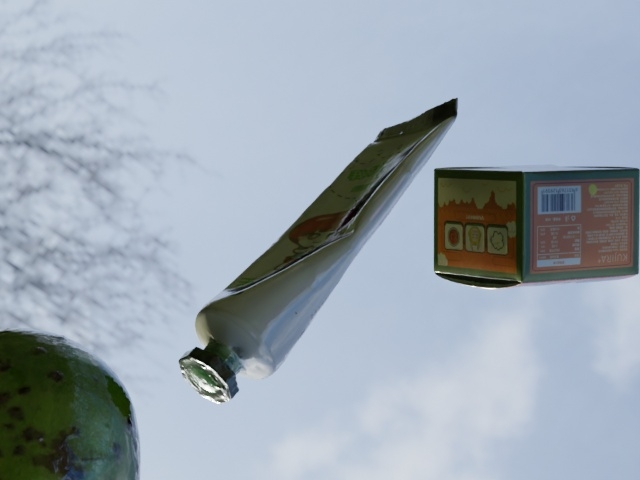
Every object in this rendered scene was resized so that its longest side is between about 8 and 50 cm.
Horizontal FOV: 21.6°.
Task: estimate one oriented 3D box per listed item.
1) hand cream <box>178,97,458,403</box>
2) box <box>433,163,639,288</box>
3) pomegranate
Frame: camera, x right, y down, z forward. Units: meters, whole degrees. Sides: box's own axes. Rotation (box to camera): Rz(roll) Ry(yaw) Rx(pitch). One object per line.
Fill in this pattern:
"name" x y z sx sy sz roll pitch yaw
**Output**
"hand cream" 0.000 0.000 1.385 0.121 0.076 0.336 -13 -149 52
"box" 0.268 -0.019 2.089 0.177 0.195 0.148 4 -83 56
"pomegranate" -0.244 0.154 1.218 0.211 0.263 0.211 -20 -130 26
